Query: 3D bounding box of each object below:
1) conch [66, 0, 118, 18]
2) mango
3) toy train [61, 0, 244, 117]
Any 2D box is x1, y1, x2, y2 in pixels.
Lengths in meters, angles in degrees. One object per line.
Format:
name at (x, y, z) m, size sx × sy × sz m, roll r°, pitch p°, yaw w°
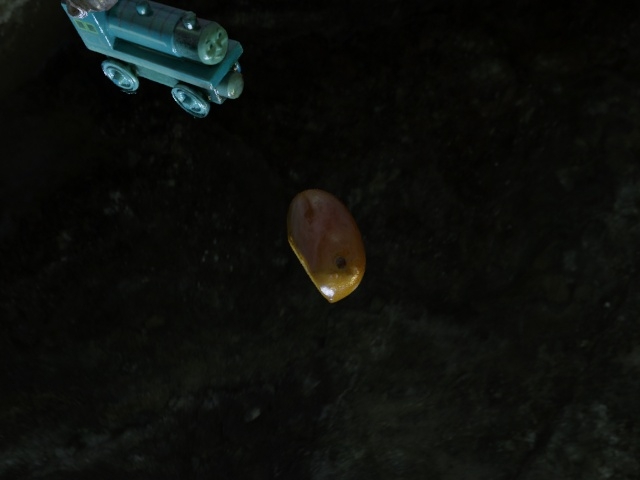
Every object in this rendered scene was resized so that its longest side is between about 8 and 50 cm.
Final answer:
conch at (-0.183, -0.308, 0.842) m, size 0.207 × 0.130 × 0.155 m, roll -35°, pitch -66°, yaw -1°
mango at (0.006, -0.002, 1.310) m, size 0.102 × 0.141 × 0.217 m, roll -24°, pitch -141°, yaw -5°
toy train at (-0.260, -0.316, 1.355) m, size 0.298 × 0.194 × 0.120 m, roll 22°, pitch -115°, yaw 26°
